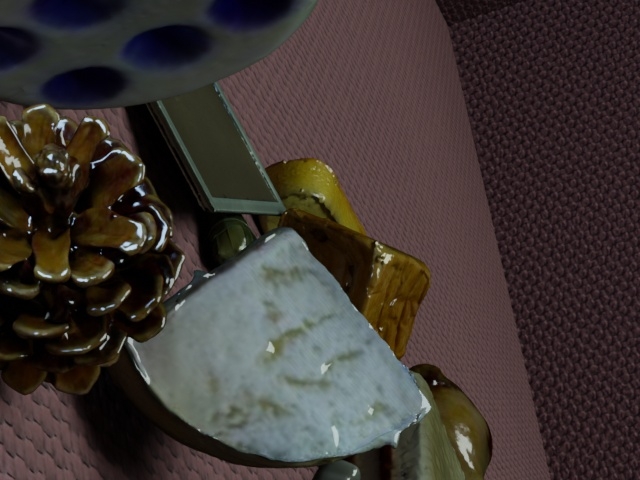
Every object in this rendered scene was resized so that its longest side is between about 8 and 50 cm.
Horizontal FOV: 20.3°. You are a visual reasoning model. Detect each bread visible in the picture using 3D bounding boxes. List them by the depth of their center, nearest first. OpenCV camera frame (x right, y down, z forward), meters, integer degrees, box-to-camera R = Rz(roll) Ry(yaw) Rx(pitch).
[{"bbox_3d":[0.022,0.059,1.988,0.143,0.158,0.149,13,100,-67],"label":"bread"},{"bbox_3d":[0.000,0.000,2.169,0.094,0.102,0.245,-90,158,-47],"label":"bread"}]

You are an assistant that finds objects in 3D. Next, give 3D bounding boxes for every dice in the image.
[{"bbox_3d":[-0.175,-0.285,1.294,0.304,0.277,0.304,23,47,-61],"label":"dice"}]

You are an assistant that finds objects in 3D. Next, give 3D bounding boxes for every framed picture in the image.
[{"bbox_3d":[-0.128,-0.124,1.874,0.231,0.018,0.293,62,11,7],"label":"framed picture"}]

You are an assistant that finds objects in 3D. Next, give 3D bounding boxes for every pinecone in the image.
[{"bbox_3d":[-0.187,0.000,1.217,0.185,0.169,0.212,61,-3,14],"label":"pinecone"}]

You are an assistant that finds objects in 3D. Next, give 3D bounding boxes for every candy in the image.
[{"bbox_3d":[0.090,0.305,2.076,0.320,0.135,0.179,-82,153,-62],"label":"candy"}]

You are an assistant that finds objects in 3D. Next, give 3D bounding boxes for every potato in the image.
[{"bbox_3d":[-0.067,0.127,1.526,0.211,0.189,0.264,53,-18,-2],"label":"potato"}]

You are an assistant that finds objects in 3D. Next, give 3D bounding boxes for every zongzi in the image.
[{"bbox_3d":[-0.095,0.000,1.900,0.104,0.052,0.113,69,-2,-52],"label":"zongzi"}]

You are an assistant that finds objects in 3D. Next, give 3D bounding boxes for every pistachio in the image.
[{"bbox_3d":[0.159,0.272,2.457,0.165,0.130,0.210,-5,74,-36],"label":"pistachio"}]

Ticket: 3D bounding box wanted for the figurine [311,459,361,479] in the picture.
[{"bbox_3d":[-0.003,0.355,1.527,0.285,0.167,0.342,-36,113,-80],"label":"figurine"}]
